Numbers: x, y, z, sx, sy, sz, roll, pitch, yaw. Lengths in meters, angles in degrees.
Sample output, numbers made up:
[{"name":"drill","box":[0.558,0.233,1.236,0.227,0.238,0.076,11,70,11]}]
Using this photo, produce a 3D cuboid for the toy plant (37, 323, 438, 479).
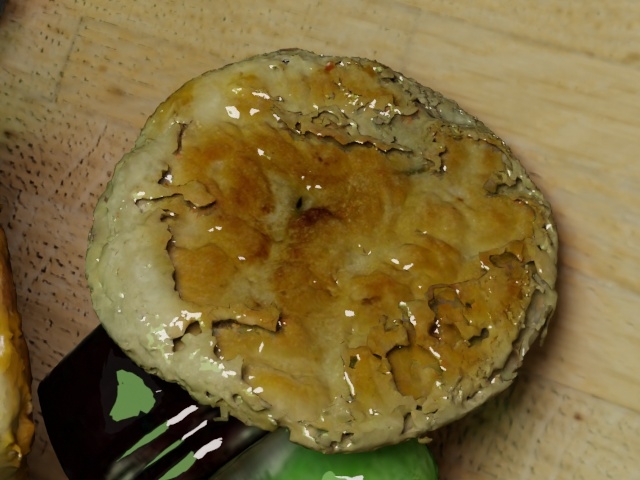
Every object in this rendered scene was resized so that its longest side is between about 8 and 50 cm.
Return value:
[{"name":"toy plant","box":[-0.051,0.143,1.128,0.218,0.175,0.235,-43,81,24]}]

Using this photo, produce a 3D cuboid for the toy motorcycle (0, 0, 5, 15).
[{"name":"toy motorcycle","box":[-0.357,-0.158,1.384,0.340,0.108,0.223,-32,73,28]}]

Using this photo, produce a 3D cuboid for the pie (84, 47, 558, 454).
[{"name":"pie","box":[0.000,0.000,1.099,0.274,0.274,0.055,49,148,27]}]

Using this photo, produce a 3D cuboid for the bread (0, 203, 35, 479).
[{"name":"bread","box":[-0.290,0.033,1.189,0.207,0.279,0.279,-6,70,-15]}]
